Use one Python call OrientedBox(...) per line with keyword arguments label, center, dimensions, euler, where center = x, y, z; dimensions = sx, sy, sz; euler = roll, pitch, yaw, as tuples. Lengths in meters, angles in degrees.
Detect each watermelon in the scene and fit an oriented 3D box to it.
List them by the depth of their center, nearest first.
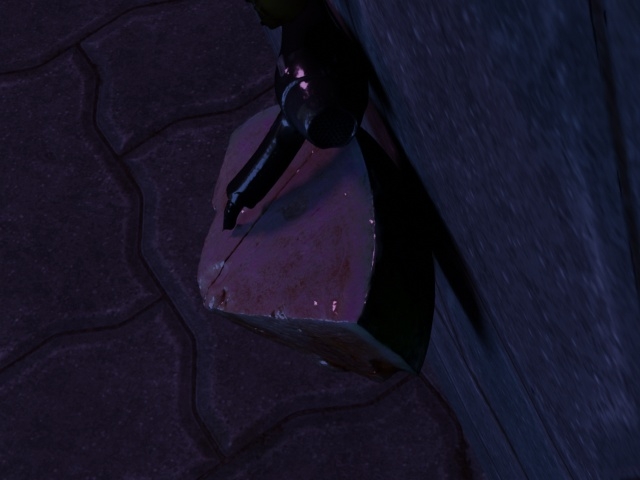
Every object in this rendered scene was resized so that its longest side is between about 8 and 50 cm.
OrientedBox(label="watermelon", center=(0.032, 0.009, 1.254), dimensions=(0.222, 0.319, 0.292), euler=(33, -119, -32))

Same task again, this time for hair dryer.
OrientedBox(label="hair dryer", center=(-0.054, -0.117, 1.185), dimensions=(0.091, 0.272, 0.235), euler=(21, -146, -27))

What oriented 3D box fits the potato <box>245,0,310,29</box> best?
OrientedBox(label="potato", center=(-0.052, -0.286, 1.033), dimensions=(0.164, 0.081, 0.200), euler=(53, -168, -49))
